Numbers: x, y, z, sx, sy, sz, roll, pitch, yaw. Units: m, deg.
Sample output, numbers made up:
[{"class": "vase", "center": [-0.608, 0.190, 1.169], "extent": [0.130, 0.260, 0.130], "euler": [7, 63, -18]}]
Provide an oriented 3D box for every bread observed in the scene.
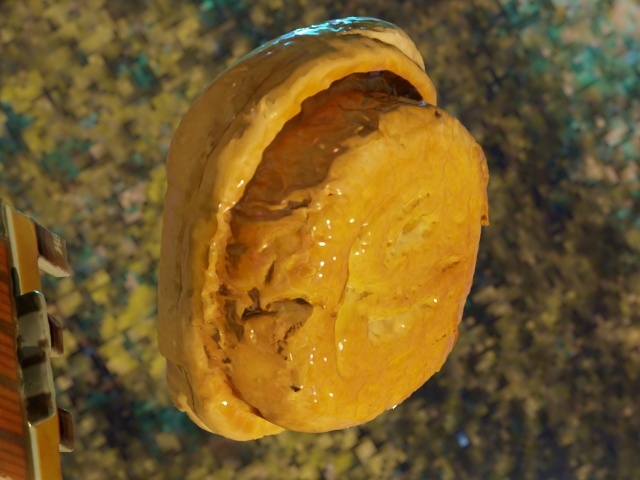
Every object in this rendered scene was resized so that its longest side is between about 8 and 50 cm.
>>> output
[{"class": "bread", "center": [-0.002, 0.000, 0.981], "extent": [0.120, 0.198, 0.236], "euler": [23, -60, 34]}]

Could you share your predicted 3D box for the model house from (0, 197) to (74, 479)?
[{"class": "model house", "center": [-0.241, 0.071, 0.823], "extent": [0.215, 0.224, 0.198], "euler": [39, 37, -58]}]
